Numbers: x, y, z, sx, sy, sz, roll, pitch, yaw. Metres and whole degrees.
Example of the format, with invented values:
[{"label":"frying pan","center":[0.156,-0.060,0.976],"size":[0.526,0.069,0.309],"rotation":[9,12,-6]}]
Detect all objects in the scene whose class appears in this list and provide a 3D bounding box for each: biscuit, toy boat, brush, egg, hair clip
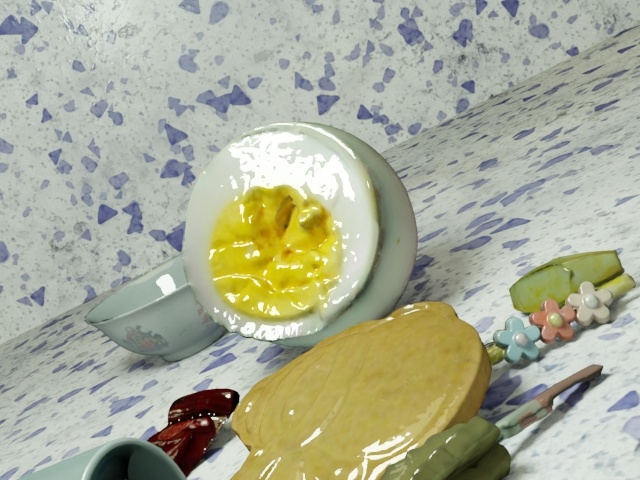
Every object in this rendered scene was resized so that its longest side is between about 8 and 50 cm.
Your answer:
[{"label":"biscuit","center":[0.028,0.200,1.166],"size":[0.351,0.057,0.312],"rotation":[-21,26,27]},{"label":"toy boat","center":[0.313,0.054,1.313],"size":[0.066,0.065,0.172],"rotation":[-14,-9,-42]},{"label":"brush","center":[0.182,0.192,1.022],"size":[0.301,0.071,0.084],"rotation":[-27,7,-29]},{"label":"biscuit","center":[-0.225,0.300,1.428],"size":[0.151,0.063,0.235],"rotation":[-15,19,46]},{"label":"egg","center":[0.000,0.000,1.642],"size":[0.354,0.354,0.340],"rotation":[-23,-14,20]},{"label":"hair clip","center":[0.292,0.095,1.225],"size":[0.214,0.062,0.056],"rotation":[-24,-20,-15]}]

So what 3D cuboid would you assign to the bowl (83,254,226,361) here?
[{"label":"bowl","center":[-0.285,0.141,2.026],"size":[0.345,0.157,0.345],"rotation":[-26,12,6]}]

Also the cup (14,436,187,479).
[{"label":"cup","center":[-0.293,0.343,1.036],"size":[0.312,0.205,0.205],"rotation":[-22,12,22]}]
